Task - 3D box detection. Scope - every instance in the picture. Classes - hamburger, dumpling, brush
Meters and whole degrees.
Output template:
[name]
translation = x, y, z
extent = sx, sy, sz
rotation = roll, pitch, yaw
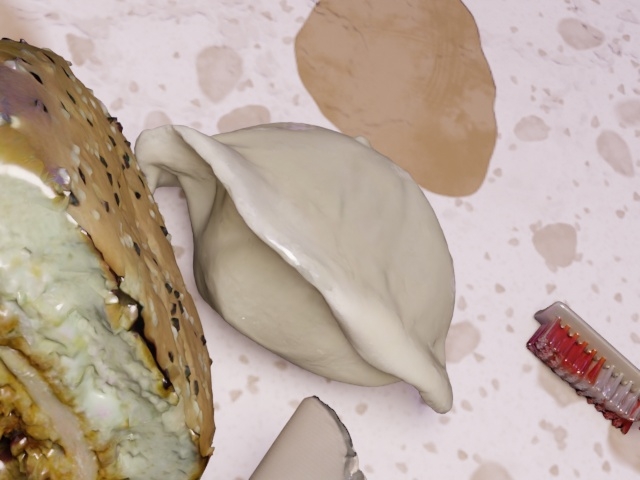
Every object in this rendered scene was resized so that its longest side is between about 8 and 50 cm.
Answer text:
[hamburger]
translation = -0.202, 0.017, 0.734
extent = 0.195, 0.318, 0.277
rotation = -20, 39, 2
[dumpling]
translation = 0.000, 0.000, 0.868
extent = 0.318, 0.243, 0.187
rotation = 37, 85, 7
[brush]
translation = 0.317, 0.176, 1.021
extent = 0.321, 0.060, 0.050
rotation = 40, 69, 0

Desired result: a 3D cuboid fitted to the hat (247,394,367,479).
[hat]
translation = -0.060, 0.227, 0.733
extent = 0.161, 0.232, 0.275
rotation = 30, 75, -6
